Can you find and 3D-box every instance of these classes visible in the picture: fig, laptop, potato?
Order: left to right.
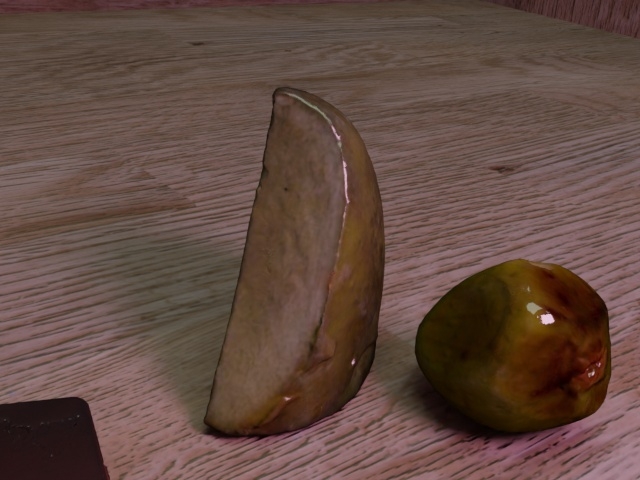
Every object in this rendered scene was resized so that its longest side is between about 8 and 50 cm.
[{"bbox_3d":[-0.218,0.180,0.554,0.154,0.026,0.207,-3,27,-23],"label":"laptop"},{"bbox_3d":[0.000,0.000,0.717,0.112,0.255,0.269,10,25,12],"label":"potato"},{"bbox_3d":[0.159,0.090,0.704,0.166,0.144,0.154,-6,-16,25],"label":"fig"}]
